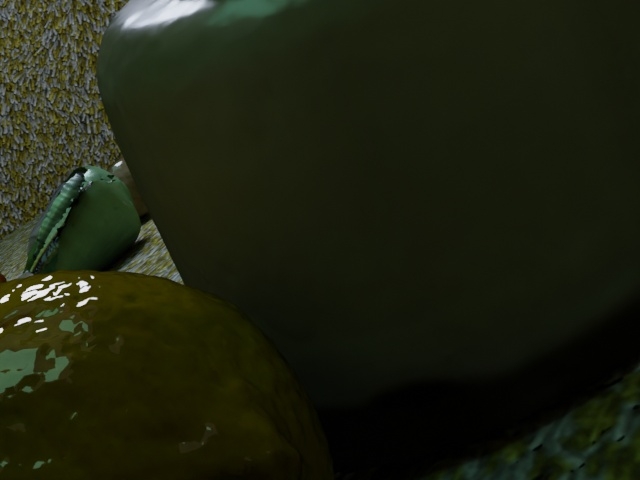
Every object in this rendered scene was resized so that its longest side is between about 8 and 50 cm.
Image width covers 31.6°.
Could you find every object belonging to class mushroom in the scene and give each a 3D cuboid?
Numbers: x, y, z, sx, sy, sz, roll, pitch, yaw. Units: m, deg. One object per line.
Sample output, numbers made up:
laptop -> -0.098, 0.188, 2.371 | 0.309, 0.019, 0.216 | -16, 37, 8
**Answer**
mushroom -> -0.377, -0.049, 1.911 | 0.328, 0.122, 0.159 | -19, 55, 49

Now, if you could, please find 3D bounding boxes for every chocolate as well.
chocolate -> 0.038, -0.085, 0.612 | 0.314, 0.297, 0.326 | -30, 11, -10

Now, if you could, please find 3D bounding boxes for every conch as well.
conch -> -0.344, -0.011, 1.580 | 0.143, 0.137, 0.250 | -23, 16, 34

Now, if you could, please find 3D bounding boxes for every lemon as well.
lemon -> -0.102, 0.106, 0.471 | 0.256, 0.188, 0.188 | -17, 20, 38

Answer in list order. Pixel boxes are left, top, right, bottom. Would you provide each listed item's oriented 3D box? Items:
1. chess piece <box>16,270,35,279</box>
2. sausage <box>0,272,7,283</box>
chess piece -> -0.387, 0.191, 1.024 | 0.397, 0.117, 0.117 | -40, 14, -20
sausage -> -0.552, 0.121, 1.562 | 0.141, 0.153, 0.268 | 29, 53, 28
